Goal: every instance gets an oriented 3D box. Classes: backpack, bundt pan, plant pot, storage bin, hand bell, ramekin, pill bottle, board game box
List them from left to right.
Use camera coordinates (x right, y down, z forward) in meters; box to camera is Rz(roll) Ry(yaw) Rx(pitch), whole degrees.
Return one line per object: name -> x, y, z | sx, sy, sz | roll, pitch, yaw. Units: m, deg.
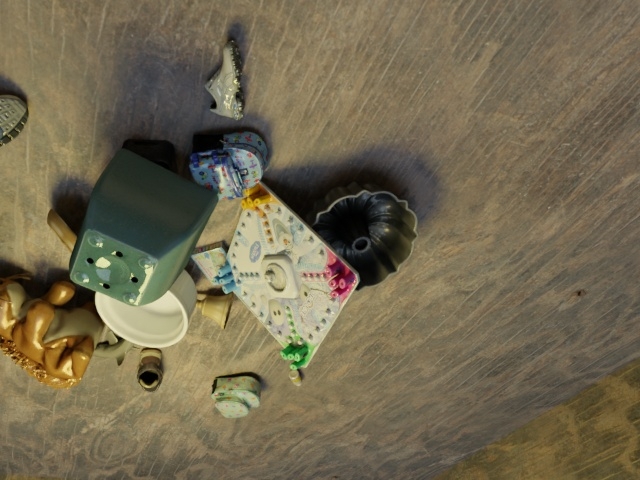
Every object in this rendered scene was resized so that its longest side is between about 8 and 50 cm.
plant pot -> -0.641, 0.022, 1.278 | 0.032, 0.236, 0.236 | -40, 142, -23
plant pot -> -0.406, -0.005, 1.065 | 0.247, 0.252, 0.247 | 27, 119, -12
storage bin -> -0.420, -0.151, 1.202 | 0.122, 0.084, 0.180 | 0, 136, -7
ramekin -> -0.507, 0.174, 1.455 | 0.277, 0.135, 0.277 | 5, 124, 7
hand bell -> -0.414, 0.199, 1.578 | 0.242, 0.126, 0.126 | 15, 134, -4
board game box -> -0.315, 0.073, 1.491 | 0.104, 0.026, 0.154 | -15, 136, 9
backpack -> -0.211, -0.179, 1.171 | 0.173, 0.116, 0.158 | -7, 136, 0
backpack -> -0.340, 0.642, 2.010 | 0.189, 0.144, 0.165 | -15, 131, 6
board game box -> -0.118, 0.102, 1.295 | 0.050, 0.390, 0.390 | -24, 150, -45
pill bottle -> -0.101, 0.576, 2.033 | 0.043, 0.043, 0.083 | -12, 137, 7
bundt pan -> 0.091, -0.021, 1.326 | 0.331, 0.124, 0.330 | -9, 127, -13

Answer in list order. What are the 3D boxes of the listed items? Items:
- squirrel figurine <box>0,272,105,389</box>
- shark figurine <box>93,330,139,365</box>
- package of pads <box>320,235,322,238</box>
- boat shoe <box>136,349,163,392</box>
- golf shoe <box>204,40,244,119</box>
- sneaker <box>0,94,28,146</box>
squirrel figurine -> -0.883, 0.285, 1.490 | 0.371, 0.281, 0.397 | 23, 127, -19
shark figurine -> -0.701, 0.376, 1.713 | 0.166, 0.116, 0.278 | 23, 132, -29
package of pads -> 0.000, 0.000, 1.429 | 0.032, 0.050, 0.083 | -13, 137, 6
boat shoe -> -0.666, 0.528, 1.888 | 0.103, 0.092, 0.285 | 9, 135, -15
golf shoe -> -0.209, -0.339, 1.040 | 0.086, 0.069, 0.176 | 5, 135, -2
sneaker -> -0.782, -0.244, 1.053 | 0.297, 0.129, 0.111 | -26, 134, -6
